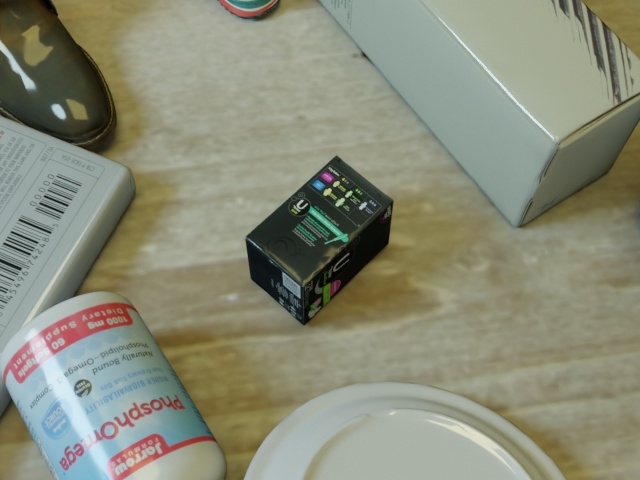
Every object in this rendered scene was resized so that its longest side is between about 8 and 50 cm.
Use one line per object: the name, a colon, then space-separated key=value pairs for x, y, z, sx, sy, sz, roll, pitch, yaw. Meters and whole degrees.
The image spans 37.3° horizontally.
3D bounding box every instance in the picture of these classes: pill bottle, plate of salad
pill bottle: x=-0.108 y=0.114 z=0.530 sx=0.087 sy=0.087 sz=0.160 roll=-30 pitch=68 yaw=-16
plate of salad: x=0.052 y=0.164 z=0.511 sx=0.199 sy=0.048 sz=0.200 roll=7 pitch=45 yaw=-7

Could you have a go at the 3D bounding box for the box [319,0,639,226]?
box: x=0.096 y=-0.153 z=0.660 sx=0.094 sy=0.113 sz=0.275 roll=-31 pitch=69 yaw=-17

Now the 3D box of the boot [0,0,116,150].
boot: x=-0.221 y=-0.159 z=0.655 sx=0.082 sy=0.106 sz=0.219 roll=-36 pitch=69 yaw=-17

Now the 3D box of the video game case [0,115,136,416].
video game case: x=-0.324 y=0.037 z=0.594 sx=0.299 sy=0.036 sz=0.329 roll=22 pitch=65 yaw=9

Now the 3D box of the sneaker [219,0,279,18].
sneaker: x=-0.094 y=-0.239 z=0.717 sx=0.161 sy=0.075 sz=0.057 roll=40 pitch=69 yaw=17

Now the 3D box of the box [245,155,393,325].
box: x=0.000 y=0.000 z=0.605 sx=0.052 sy=0.062 sz=0.083 roll=39 pitch=68 yaw=18
